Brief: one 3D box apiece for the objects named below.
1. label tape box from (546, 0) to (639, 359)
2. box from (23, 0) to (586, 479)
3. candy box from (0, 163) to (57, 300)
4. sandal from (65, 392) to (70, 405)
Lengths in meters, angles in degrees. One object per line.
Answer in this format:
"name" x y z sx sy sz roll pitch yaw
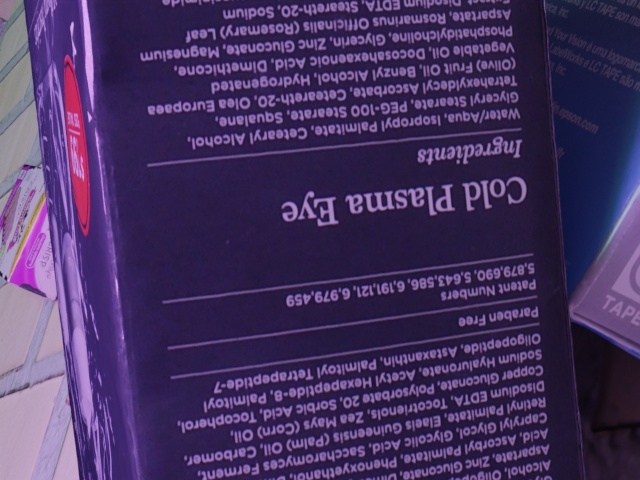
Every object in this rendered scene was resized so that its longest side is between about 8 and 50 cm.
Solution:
"label tape box" 0.184 -0.138 0.557 0.348 0.115 0.249 -59 25 9
"box" -0.035 0.001 0.573 0.343 0.179 0.312 -175 78 -74
"candy box" -0.386 -0.017 1.602 0.233 0.071 0.159 12 78 64
"sandal" -0.177 0.123 1.051 0.240 0.088 0.079 -3 71 68
